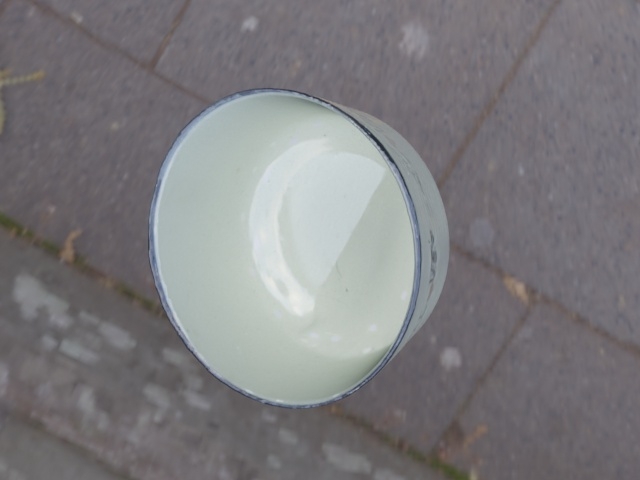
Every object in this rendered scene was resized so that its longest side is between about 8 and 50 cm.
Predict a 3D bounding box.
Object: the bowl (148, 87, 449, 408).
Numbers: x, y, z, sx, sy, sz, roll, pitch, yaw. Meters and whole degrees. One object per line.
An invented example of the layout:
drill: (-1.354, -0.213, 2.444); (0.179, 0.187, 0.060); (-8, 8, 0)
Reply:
bowl: (0.000, 0.000, 1.327); (0.237, 0.126, 0.238); (6, 101, 33)
